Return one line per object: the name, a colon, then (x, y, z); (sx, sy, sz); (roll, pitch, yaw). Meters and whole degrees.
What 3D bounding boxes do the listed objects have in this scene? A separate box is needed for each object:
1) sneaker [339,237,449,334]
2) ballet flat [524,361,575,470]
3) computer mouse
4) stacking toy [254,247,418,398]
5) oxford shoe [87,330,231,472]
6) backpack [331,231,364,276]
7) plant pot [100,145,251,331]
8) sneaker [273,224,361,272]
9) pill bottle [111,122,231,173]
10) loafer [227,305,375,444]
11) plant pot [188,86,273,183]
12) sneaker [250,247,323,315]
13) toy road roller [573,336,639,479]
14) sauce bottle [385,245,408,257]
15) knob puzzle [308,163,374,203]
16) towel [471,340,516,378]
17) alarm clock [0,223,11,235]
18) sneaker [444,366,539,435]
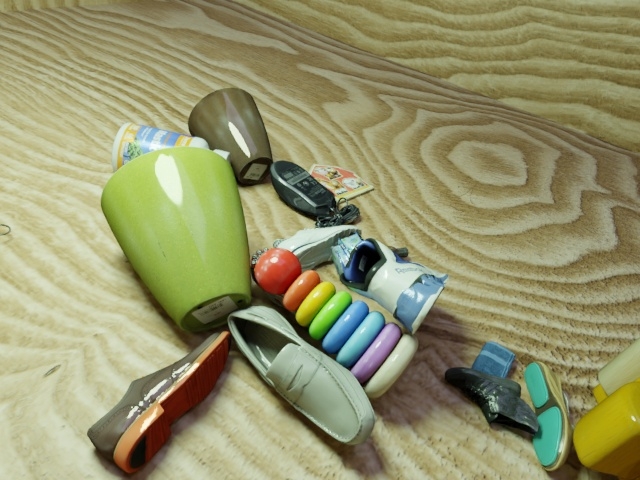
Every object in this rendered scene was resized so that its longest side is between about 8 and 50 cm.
sneaker: (0.145, 0.071, 0.938); (0.182, 0.127, 0.315); (36, 5, 13)
ballet flat: (0.438, 0.326, 0.886); (0.073, 0.080, 0.232); (29, 37, -6)
computer mouse: (-0.040, -0.114, 1.313); (0.272, 0.072, 0.188); (42, 41, 15)
stacking toy: (0.013, 0.132, 0.878); (0.330, 0.141, 0.141); (39, 41, 8)
oxford shoe: (-0.245, 0.228, 0.765); (0.098, 0.097, 0.271); (20, 35, 20)
backpack: (0.079, 0.055, 1.098); (0.084, 0.105, 0.114); (-25, 48, -12)
plant pot: (-0.252, 0.018, 0.930); (0.275, 0.275, 0.293); (-10, 59, -30)
sneaker: (0.000, 0.000, 1.160); (0.235, 0.090, 0.095); (-15, 36, -36)
pill bottle: (-0.379, -0.204, 1.236); (0.272, 0.152, 0.152); (11, 36, -3)
loafer: (-0.045, 0.223, 0.807); (0.319, 0.112, 0.111); (33, 8, 35)
plant pot: (-0.234, -0.279, 1.369); (0.215, 0.215, 0.230); (-15, 61, -34)
sneaker: (-0.052, 0.108, 0.994); (0.225, 0.092, 0.088); (41, 60, 6)
toy road roller: (0.562, 0.300, 0.823); (0.241, 0.202, 0.329); (20, 36, -8)
sauce bottle: (0.162, 0.034, 1.200); (0.128, 0.042, 0.042); (-5, 40, -21)
knob puzzle: (0.046, -0.195, 1.473); (0.213, 0.030, 0.213); (9, 37, -7)
towel: (0.357, 0.256, 0.985); (0.067, 0.029, 0.119); (31, 40, 22)
alarm clock: (-0.691, 0.013, 0.924); (0.129, 0.064, 0.192); (21, 34, 9)
sneaker: (0.316, 0.299, 0.891); (0.170, 0.051, 0.089); (10, 49, 14)
